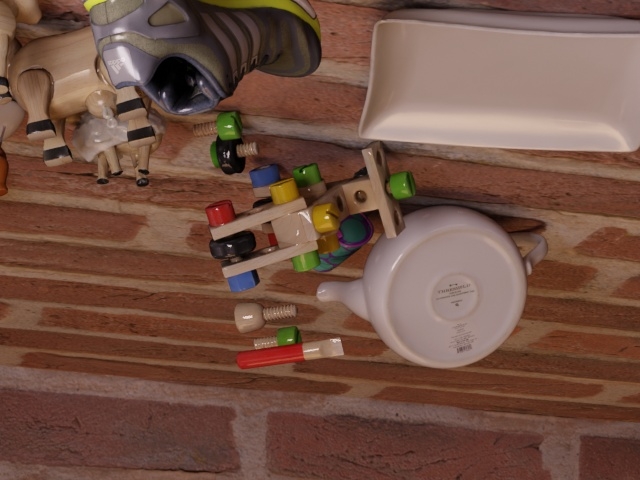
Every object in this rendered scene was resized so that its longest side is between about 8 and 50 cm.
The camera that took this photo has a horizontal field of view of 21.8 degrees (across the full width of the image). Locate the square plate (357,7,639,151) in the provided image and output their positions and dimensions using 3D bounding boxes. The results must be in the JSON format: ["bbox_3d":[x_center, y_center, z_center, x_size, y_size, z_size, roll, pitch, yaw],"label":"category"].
[{"bbox_3d":[0.222,-0.183,1.871,0.344,0.049,0.347,3,163,-1],"label":"square plate"}]

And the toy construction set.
[{"bbox_3d":[0.000,0.000,2.114,0.237,0.308,0.257,-8,168,17],"label":"toy construction set"}]

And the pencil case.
[{"bbox_3d":[0.023,0.000,2.457,0.070,0.064,0.152,-8,167,-21],"label":"pencil case"}]

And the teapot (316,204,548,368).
[{"bbox_3d":[0.172,0.052,2.406,0.256,0.252,0.187,30,-172,-19],"label":"teapot"}]

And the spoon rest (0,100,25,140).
[{"bbox_3d":[-0.497,-0.157,2.039,0.276,0.084,0.137,-2,169,-34],"label":"spoon rest"}]

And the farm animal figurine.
[{"bbox_3d":[-0.315,-0.183,1.783,0.327,0.172,0.330,-6,157,-15],"label":"farm animal figurine"}]

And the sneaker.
[{"bbox_3d":[-0.100,-0.163,1.420,0.111,0.121,0.300,-12,169,34],"label":"sneaker"}]
